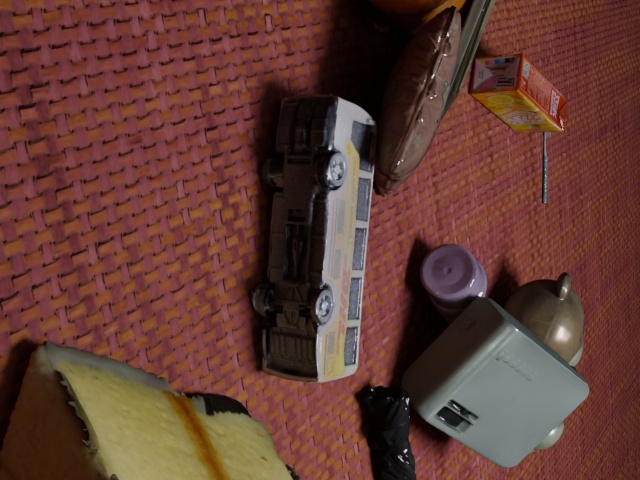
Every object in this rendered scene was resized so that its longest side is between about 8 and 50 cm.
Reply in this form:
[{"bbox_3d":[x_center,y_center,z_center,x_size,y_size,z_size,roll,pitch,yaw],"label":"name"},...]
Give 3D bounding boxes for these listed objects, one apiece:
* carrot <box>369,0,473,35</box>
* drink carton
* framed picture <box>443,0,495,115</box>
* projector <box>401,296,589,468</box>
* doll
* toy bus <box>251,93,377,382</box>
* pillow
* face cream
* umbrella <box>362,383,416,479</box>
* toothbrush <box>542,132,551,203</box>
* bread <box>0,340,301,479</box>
[{"bbox_3d":[0.157,-0.361,1.105,0.225,0.159,0.159,13,82,-67],"label":"carrot"},{"bbox_3d":[0.364,-0.262,1.414,0.223,0.096,0.070,21,76,-52],"label":"drink carton"},{"bbox_3d":[0.231,-0.323,1.142,0.213,0.016,0.289,-52,163,-58],"label":"framed picture"},{"bbox_3d":[0.276,0.228,1.230,0.250,0.108,0.198,36,101,-32],"label":"projector"},{"bbox_3d":[0.381,0.222,1.434,0.235,0.174,0.329,95,20,-64],"label":"doll"},{"bbox_3d":[0.000,0.000,0.954,0.138,0.097,0.342,6,89,-55],"label":"toy bus"},{"bbox_3d":[0.121,-0.180,1.048,0.223,0.084,0.236,111,-3,-83],"label":"pillow"},{"bbox_3d":[0.241,0.093,1.304,0.274,0.096,0.154,43,56,-61],"label":"face cream"},{"bbox_3d":[0.114,0.319,1.161,0.059,0.066,0.235,-43,129,-49],"label":"umbrella"},{"bbox_3d":[0.478,-0.161,1.643,0.011,0.014,0.167,-10,101,-61],"label":"toothbrush"},{"bbox_3d":[-0.059,0.302,0.724,0.242,0.405,0.346,-67,153,-8],"label":"bread"}]
